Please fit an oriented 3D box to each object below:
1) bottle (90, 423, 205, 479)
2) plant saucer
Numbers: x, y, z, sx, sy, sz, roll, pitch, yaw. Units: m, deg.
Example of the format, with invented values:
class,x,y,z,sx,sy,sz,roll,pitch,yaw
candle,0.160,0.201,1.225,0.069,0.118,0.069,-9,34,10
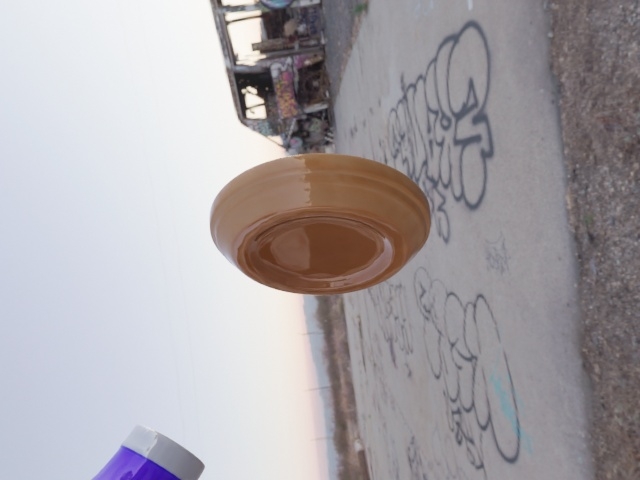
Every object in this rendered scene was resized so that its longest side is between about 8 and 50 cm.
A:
class,x,y,z,sx,sy,sz,roll,pitch,yaw
bottle,-0.181,0.265,0.346,0.282,0.092,0.118,-59,-40,-32
plant saucer,0.000,0.000,0.472,0.200,0.200,0.037,79,-173,-58
